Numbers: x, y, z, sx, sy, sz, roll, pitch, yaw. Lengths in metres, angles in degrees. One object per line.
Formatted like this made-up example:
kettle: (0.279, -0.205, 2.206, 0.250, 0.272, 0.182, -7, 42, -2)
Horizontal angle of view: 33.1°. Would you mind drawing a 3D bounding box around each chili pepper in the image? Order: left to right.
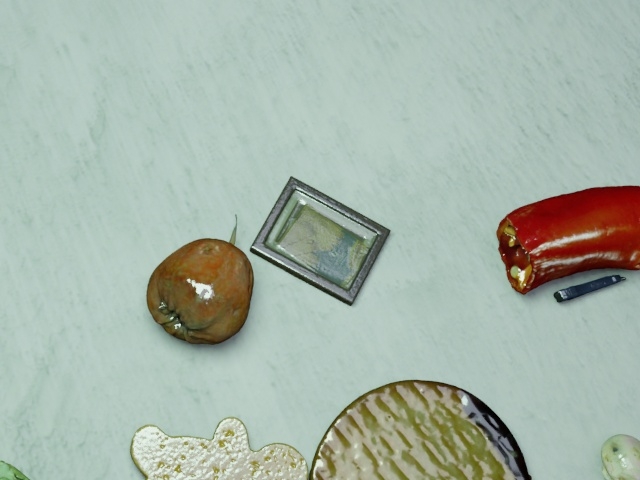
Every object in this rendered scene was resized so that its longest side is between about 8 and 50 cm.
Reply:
chili pepper: (0.433, -0.020, 1.578, 0.338, 0.135, 0.131, -10, 50, -8)

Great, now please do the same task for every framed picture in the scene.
framed picture: (0.000, 0.000, 1.568, 0.168, 0.023, 0.128, 29, 72, 0)

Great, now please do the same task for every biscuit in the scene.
biscuit: (-0.136, 0.317, 1.452, 0.240, 0.035, 0.158, 2, 78, -8)
biscuit: (0.138, 0.349, 1.482, 0.317, 0.040, 0.318, 2, 73, -8)

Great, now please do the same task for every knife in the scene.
knife: (0.400, 0.069, 1.603, 0.121, 0.031, 0.018, -17, 76, -14)

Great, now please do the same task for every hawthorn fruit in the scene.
hawthorn fruit: (-0.143, 0.060, 1.467, 0.189, 0.149, 0.149, -37, 82, -18)

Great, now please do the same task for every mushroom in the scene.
mushroom: (0.431, 0.314, 1.521, 0.083, 0.067, 0.084, 24, 41, -23)

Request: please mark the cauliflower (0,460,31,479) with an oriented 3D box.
cauliflower: (-0.443, 0.347, 1.315, 0.250, 0.272, 0.275, -20, 92, -44)
